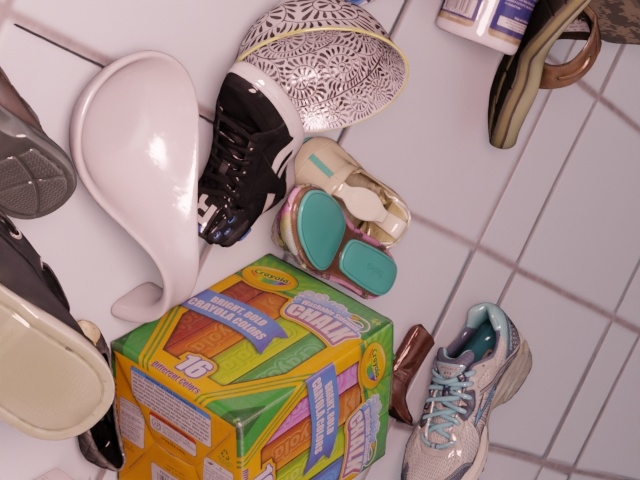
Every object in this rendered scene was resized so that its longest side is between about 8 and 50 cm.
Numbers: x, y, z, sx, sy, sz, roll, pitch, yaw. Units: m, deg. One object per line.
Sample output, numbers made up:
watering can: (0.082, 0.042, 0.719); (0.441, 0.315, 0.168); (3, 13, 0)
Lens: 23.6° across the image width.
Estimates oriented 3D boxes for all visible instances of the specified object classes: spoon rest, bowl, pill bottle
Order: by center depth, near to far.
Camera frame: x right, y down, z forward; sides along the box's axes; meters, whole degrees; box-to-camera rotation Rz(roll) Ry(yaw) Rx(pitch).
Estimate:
spoon rest: (-0.152, -0.039, 1.343); (0.137, 0.084, 0.276); (-36, 138, -35)
bowl: (-0.008, -0.178, 1.422); (0.170, 0.170, 0.080); (43, 33, -55)
pill bottle: (0.195, -0.291, 1.632); (0.094, 0.094, 0.169); (8, 106, -55)

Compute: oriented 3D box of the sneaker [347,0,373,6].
sneaker: (0.040, -0.286, 1.465); (0.059, 0.053, 0.144); (-41, 140, -26)

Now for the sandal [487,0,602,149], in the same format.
sandal: (0.260, -0.214, 1.692); (0.303, 0.086, 0.120); (110, -7, -54)

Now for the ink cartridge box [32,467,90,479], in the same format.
ink cartridge box: (-0.255, 0.286, 1.416); (0.143, 0.090, 0.092); (-25, 131, -42)

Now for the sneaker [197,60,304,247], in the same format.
sneaker: (-0.079, -0.061, 1.393); (0.121, 0.079, 0.217); (-49, 161, -19)

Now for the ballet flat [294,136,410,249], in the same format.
ballet flat: (0.047, -0.031, 1.621); (0.086, 0.086, 0.248); (-61, 147, -4)

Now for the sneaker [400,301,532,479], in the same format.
sneaker: (0.164, 0.198, 1.920); (0.283, 0.110, 0.122); (-61, 142, -30)

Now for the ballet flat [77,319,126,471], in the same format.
ballet flat: (-0.206, 0.143, 1.423); (0.057, 0.049, 0.173); (-38, 139, -35)

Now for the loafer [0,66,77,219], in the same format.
loafer: (-0.280, -0.114, 1.143); (0.096, 0.084, 0.267); (-30, 140, 6)

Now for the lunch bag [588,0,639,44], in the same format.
lunch bag: (0.397, -0.388, 1.756); (0.305, 0.212, 0.256); (33, 68, -57)

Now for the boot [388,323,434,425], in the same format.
boot: (0.114, 0.165, 1.889); (0.114, 0.037, 0.106); (-61, 149, -13)

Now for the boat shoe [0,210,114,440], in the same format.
boat shoe: (-0.290, 0.014, 1.162); (0.127, 0.113, 0.340); (-44, 120, 8)

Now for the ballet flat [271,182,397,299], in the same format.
ballet flat: (0.000, 0.000, 1.536); (0.221, 0.079, 0.077); (36, 76, -55)

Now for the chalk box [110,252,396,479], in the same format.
chalk box: (-0.044, 0.146, 1.531); (0.289, 0.180, 0.179); (-32, 136, -40)
